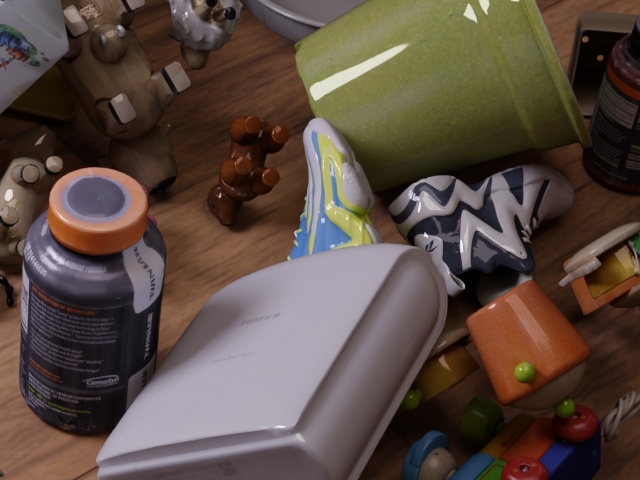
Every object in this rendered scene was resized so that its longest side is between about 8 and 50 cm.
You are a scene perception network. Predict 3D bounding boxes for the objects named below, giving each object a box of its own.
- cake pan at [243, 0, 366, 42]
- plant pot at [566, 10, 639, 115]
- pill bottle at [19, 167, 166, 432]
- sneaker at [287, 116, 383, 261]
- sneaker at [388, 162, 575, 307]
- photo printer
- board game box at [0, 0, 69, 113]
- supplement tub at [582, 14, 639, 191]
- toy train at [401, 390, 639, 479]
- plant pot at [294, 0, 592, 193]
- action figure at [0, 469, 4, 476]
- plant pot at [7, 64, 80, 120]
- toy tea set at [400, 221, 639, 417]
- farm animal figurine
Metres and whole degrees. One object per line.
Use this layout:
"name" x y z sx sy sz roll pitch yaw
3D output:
"cake pan" 0.028 -0.323 2.407 0.293 0.054 0.293 5 43 -5
"plant pot" 0.339 -0.213 2.316 0.109 0.109 0.096 4 29 -6
"pill bottle" -0.208 0.051 1.815 0.130 0.246 0.130 5 43 -5
"sneaker" 0.000 0.000 1.977 0.126 0.091 0.240 -23 72 9
"sneaker" 0.194 0.007 2.063 0.235 0.094 0.153 -2 60 -44
"photo printer" -0.033 0.120 1.796 0.256 0.107 0.307 -13 28 37
"board game box" -0.399 -0.190 2.011 0.097 0.303 0.224 32 28 -37
"supplement tub" 0.358 -0.156 2.180 0.106 0.198 0.106 6 42 -5
"toy train" 0.197 0.184 1.866 0.143 0.105 0.248 20 42 31
"plant pot" 0.118 -0.176 2.102 0.254 0.276 0.276 -23 45 7
"action figure" -0.286 0.271 1.636 0.275 0.164 0.141 9 54 -14
"plant pot" -0.339 -0.284 2.198 0.212 0.212 0.187 12 30 2
"toy tea set" 0.235 0.089 1.889 0.336 0.200 0.124 -28 84 -36
"farm animal figurine" -0.217 -0.119 2.046 0.330 0.172 0.327 -12 88 -22
